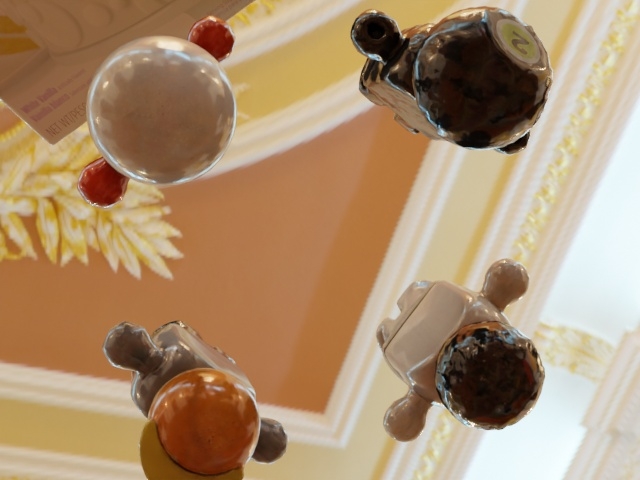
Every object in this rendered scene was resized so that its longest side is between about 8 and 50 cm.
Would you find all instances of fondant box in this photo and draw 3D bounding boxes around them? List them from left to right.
[{"bbox_3d":[-0.240,-0.265,0.847,0.238,0.096,0.330,-33,-53,14],"label":"fondant box"}]

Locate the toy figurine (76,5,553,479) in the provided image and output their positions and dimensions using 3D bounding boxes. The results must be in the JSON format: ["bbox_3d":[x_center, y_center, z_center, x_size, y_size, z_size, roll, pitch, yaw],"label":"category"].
[{"bbox_3d":[0.000,0.000,0.485,0.213,0.148,0.210,-5,-82,-11],"label":"toy figurine"}]
